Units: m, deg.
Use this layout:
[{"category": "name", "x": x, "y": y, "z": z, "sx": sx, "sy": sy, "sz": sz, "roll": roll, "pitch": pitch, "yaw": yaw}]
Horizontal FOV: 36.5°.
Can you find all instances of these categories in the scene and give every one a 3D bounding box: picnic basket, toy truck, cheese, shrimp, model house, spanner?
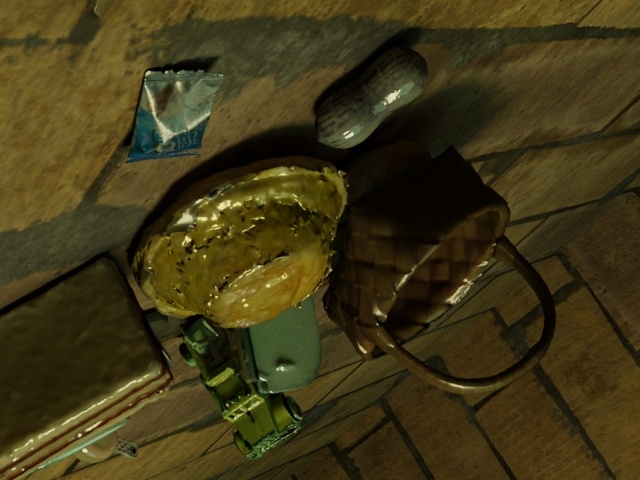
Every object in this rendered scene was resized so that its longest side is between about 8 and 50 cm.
[{"category": "picnic basket", "x": 0.190, "y": 0.083, "z": 1.432, "sx": 0.293, "sy": 0.337, "sz": 0.337, "roll": -32, "pitch": 164, "yaw": -28}, {"category": "toy truck", "x": -0.149, "y": 0.232, "z": 1.610, "sx": 0.128, "sy": 0.259, "sz": 0.135, "roll": -36, "pitch": 162, "yaw": 10}, {"category": "cheese", "x": -0.408, "y": 0.368, "z": 1.816, "sx": 0.048, "sy": 0.092, "sz": 0.171, "roll": -25, "pitch": 160, "yaw": 27}, {"category": "shrimp", "x": 0.000, "y": 0.000, "z": 1.531, "sx": 0.446, "sy": 0.110, "sz": 0.221, "roll": -43, "pitch": 154, "yaw": 18}, {"category": "model house", "x": -0.081, "y": 0.161, "z": 1.515, "sx": 0.120, "sy": 0.148, "sz": 0.149, "roll": -10, "pitch": 179, "yaw": -27}, {"category": "spanner", "x": -0.283, "y": 0.179, "z": 1.638, "sx": 0.093, "sy": 0.026, "sz": 0.325, "roll": -31, "pitch": 164, "yaw": -11}]

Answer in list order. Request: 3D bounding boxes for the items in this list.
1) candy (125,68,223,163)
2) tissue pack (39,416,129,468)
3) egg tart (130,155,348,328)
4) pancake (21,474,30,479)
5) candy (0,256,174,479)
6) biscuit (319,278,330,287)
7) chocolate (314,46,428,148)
[{"category": "candy", "x": -0.154, "y": -0.131, "z": 1.019, "sx": 0.088, "sy": 0.038, "sz": 0.136, "roll": -7, "pitch": 145, "yaw": -27}, {"category": "tissue pack", "x": -0.420, "y": 0.306, "z": 1.561, "sx": 0.177, "sy": 0.089, "sz": 0.263, "roll": -23, "pitch": 176, "yaw": -27}, {"category": "egg tart", "x": -0.092, "y": 0.020, "z": 1.313, "sx": 0.341, "sy": 0.132, "sz": 0.341, "roll": -22, "pitch": 155, "yaw": -11}, {"category": "pancake", "x": -0.611, "y": 0.438, "z": 1.752, "sx": 0.235, "sy": 0.029, "sz": 0.212, "roll": -33, "pitch": 161, "yaw": -5}, {"category": "candy", "x": -0.360, "y": 0.182, "z": 1.252, "sx": 0.321, "sy": 0.179, "sz": 0.135, "roll": -31, "pitch": 162, "yaw": -7}, {"category": "biscuit", "x": 0.013, "y": 0.065, "z": 1.845, "sx": 0.130, "sy": 0.019, "sz": 0.119, "roll": -17, "pitch": 157, "yaw": -39}, {"category": "chocolate", "x": 0.061, "y": -0.175, "z": 1.207, "sx": 0.167, "sy": 0.072, "sz": 0.072, "roll": -36, "pitch": 162, "yaw": 12}]
